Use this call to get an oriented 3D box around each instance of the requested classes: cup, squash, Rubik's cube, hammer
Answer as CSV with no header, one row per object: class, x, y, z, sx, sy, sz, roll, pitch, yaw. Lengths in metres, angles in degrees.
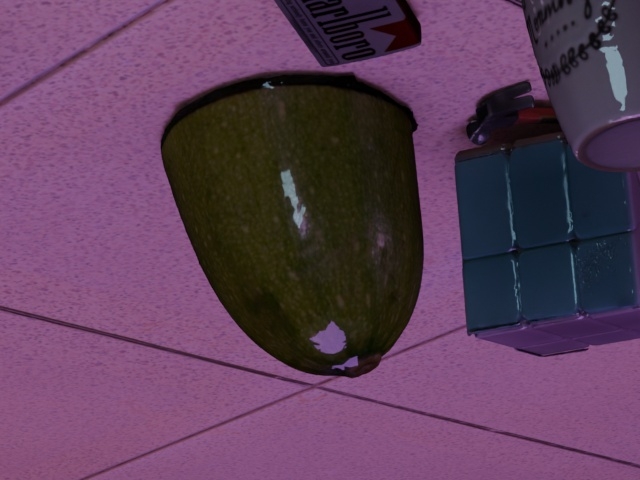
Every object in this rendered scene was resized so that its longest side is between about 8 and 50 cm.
cup,0.310,-0.213,1.885,0.186,0.234,0.258,5,153,-23
squash,-0.027,0.013,2.246,0.310,0.309,0.310,-4,158,-2
Rubik's cube,0.310,0.002,2.336,0.224,0.231,0.221,-10,167,28
hammer,0.322,-0.145,2.299,0.287,0.033,0.111,0,157,-14

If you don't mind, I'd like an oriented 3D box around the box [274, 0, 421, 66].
box,0.026,-0.239,2.007,0.115,0.036,0.177,-12,156,15
